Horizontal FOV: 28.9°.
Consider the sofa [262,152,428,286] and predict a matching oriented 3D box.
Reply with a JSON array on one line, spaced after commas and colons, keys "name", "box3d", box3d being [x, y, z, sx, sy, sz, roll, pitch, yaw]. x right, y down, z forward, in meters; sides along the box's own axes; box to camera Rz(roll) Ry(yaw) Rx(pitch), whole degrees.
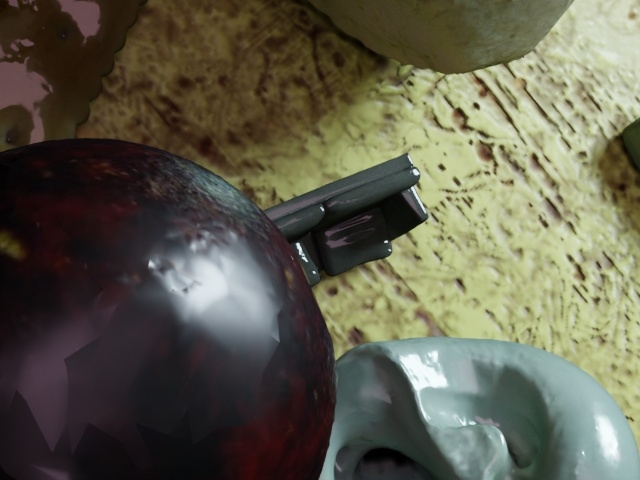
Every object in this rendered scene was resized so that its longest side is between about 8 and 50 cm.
[{"name": "sofa", "box3d": [0.000, 0.000, 0.851, 0.147, 0.085, 0.060, -22, 84, -17]}]

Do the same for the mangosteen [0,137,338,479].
[{"name": "mangosteen", "box3d": [-0.160, 0.070, 0.704, 0.306, 0.306, 0.359, -35, 57, -17]}]

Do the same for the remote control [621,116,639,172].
[{"name": "remote control", "box3d": [0.350, 0.008, 0.965, 0.123, 0.038, 0.285, -28, 89, -18]}]

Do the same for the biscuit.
[{"name": "biscuit", "box3d": [-0.250, -0.133, 0.831, 0.217, 0.044, 0.325, 27, 76, -7]}]

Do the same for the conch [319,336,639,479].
[{"name": "conch", "box3d": [0.098, 0.152, 0.824, 0.221, 0.121, 0.185, 19, 52, 16]}]

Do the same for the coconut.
[{"name": "coconut", "box3d": [0.099, -0.257, 0.845, 0.239, 0.239, 0.244, 38, 77, -6]}]
